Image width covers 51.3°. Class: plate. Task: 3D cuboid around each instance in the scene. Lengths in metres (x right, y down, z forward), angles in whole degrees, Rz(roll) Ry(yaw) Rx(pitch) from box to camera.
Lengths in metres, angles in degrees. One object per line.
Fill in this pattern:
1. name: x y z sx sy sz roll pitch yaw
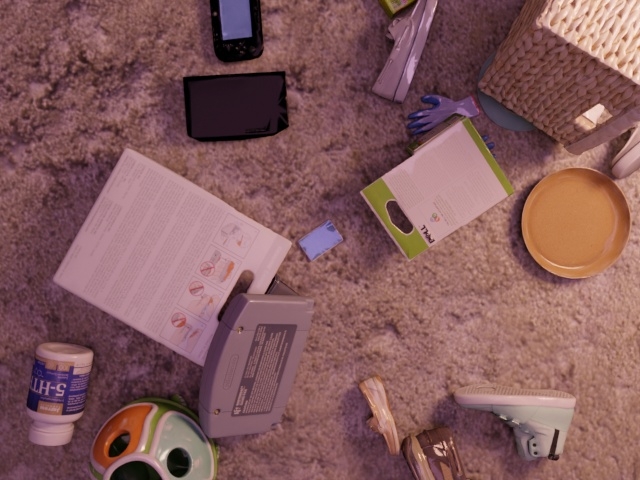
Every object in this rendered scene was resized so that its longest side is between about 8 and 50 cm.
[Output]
1. plate: 0.427 -0.326 1.412 0.188 0.024 0.188 0 92 -3

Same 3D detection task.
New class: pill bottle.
1. pill bottle: -0.529 0.308 1.343 0.111 0.112 0.187 10 91 -3

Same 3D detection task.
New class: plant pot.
1. plant pot: 0.540 -0.038 1.421 0.236 0.032 0.237 0 92 -2

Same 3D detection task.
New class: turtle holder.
1. turtle holder: -0.325 0.478 1.299 0.243 0.227 0.321 -5 91 -3

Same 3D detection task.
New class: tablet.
1. tablet: 0.000 0.000 1.411 0.083 0.006 0.054 -35 92 -2

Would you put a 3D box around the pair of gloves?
1. pair of gloves: 0.276 -0.220 1.409 0.159 0.023 0.198 -20 93 -2

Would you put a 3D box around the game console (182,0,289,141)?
1. game console: -0.182 -0.388 1.374 0.213 0.044 0.362 -5 91 -3

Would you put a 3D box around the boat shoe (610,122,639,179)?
1. boat shoe: 0.692 -0.246 1.395 0.267 0.096 0.088 -48 65 5

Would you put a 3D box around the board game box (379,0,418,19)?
1. board game box: 0.137 -0.565 1.383 0.092 0.043 0.181 -33 93 -2

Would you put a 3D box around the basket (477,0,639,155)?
1. basket: 0.519 -0.393 1.247 0.266 0.328 0.331 32 80 -1

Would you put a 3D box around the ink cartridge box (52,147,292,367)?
1. ink cartridge box: -0.293 0.039 1.347 0.384 0.091 0.308 29 89 0

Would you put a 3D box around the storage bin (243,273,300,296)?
1. storage bin: -0.109 0.134 1.374 0.091 0.098 0.135 35 89 -31

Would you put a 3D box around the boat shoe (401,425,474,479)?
1. boat shoe: 0.296 0.549 1.377 0.130 0.132 0.356 -27 94 -1

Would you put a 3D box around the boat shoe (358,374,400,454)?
1. boat shoe: 0.123 0.371 1.402 0.059 0.063 0.170 -17 83 1

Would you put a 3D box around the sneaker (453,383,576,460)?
1. sneaker: 0.400 0.387 1.396 0.255 0.094 0.151 6 94 -1

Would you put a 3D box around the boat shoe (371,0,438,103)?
1. boat shoe: 0.173 -0.413 1.354 0.084 0.095 0.258 19 99 3

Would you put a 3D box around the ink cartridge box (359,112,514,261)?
1. ink cartridge box: 0.229 -0.110 1.360 0.255 0.097 0.189 -34 104 8

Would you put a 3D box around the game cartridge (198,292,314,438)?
1. game cartridge: -0.132 0.244 1.315 0.198 0.062 0.297 8 105 -35
